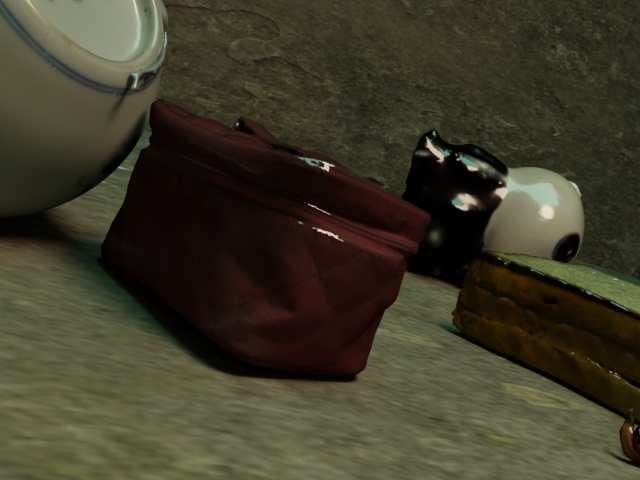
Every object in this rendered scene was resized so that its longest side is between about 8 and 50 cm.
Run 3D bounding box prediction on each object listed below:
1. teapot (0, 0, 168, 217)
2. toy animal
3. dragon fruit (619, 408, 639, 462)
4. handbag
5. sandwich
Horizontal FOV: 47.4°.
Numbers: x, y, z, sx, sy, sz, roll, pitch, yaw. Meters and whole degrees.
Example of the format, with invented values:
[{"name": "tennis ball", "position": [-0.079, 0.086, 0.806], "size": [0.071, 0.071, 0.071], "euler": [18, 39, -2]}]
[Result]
[{"name": "teapot", "position": [-0.264, -0.132, 0.534], "size": [0.280, 0.252, 0.424], "euler": [-21, 10, 28]}, {"name": "toy animal", "position": [0.235, -0.023, 1.049], "size": [0.266, 0.213, 0.212], "euler": [24, 8, 4]}, {"name": "dragon fruit", "position": [0.298, 0.134, 0.513], "size": [0.190, 0.094, 0.094], "euler": [11, 10, -20]}, {"name": "handbag", "position": [-0.044, -0.010, 0.497], "size": [0.146, 0.135, 0.225], "euler": [18, 5, -41]}, {"name": "sandwich", "position": [0.305, 0.097, 0.736], "size": [0.249, 0.095, 0.273], "euler": [25, 11, 36]}]
